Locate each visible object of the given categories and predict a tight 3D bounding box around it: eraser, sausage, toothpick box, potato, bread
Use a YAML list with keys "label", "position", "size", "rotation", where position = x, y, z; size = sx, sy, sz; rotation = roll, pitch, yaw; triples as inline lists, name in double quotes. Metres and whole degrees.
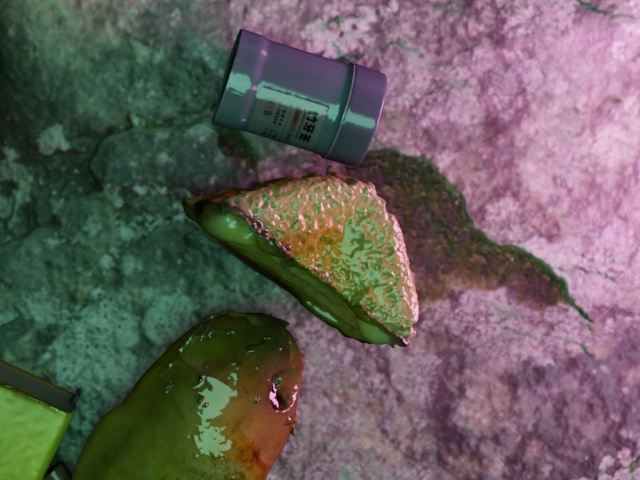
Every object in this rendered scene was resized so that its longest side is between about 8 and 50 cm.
- label: "eraser"
  position: [-0.368, 0.231, 1.416]
  size: [0.158, 0.069, 0.226]
  rotation: [25, 98, -13]
- label: "sausage"
  position: [-0.257, 0.290, 1.463]
  size: [0.026, 0.026, 0.116]
  rotation: [-32, 104, 1]
- label: "toothpick box"
  position: [-0.022, -0.141, 1.359]
  size: [0.153, 0.101, 0.101]
  rotation: [16, 100, -8]
- label: "potato"
  position: [-0.130, 0.202, 1.399]
  size: [0.173, 0.140, 0.300]
  rotation: [39, 99, -8]
- label: "bread"
  position: [-0.001, -0.010, 1.355]
  size: [0.251, 0.174, 0.133]
  rotation: [35, 80, -14]
